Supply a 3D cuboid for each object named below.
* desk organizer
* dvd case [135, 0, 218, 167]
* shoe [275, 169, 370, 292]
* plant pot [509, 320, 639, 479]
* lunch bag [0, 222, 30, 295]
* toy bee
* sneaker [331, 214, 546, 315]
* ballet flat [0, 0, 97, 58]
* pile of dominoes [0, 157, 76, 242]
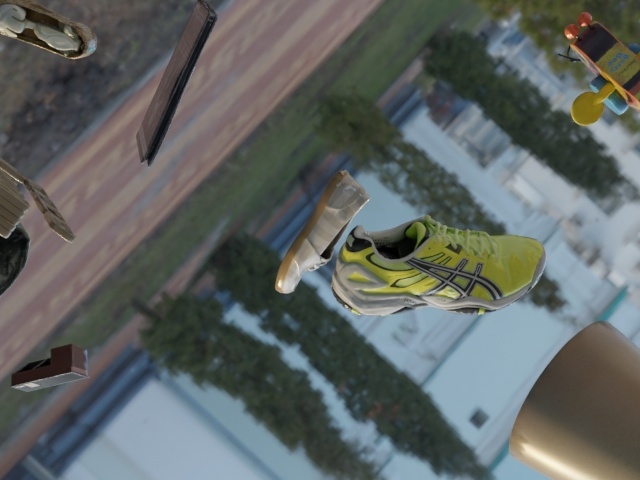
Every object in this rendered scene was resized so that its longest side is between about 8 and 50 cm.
[{"bbox_3d":[-0.453,0.213,1.970,0.130,0.050,0.047,-15,156,23],"label":"desk organizer"},{"bbox_3d":[-0.199,-0.219,1.615,0.221,0.018,0.164,-63,-162,12],"label":"dvd case"},{"bbox_3d":[0.000,0.000,1.677,0.219,0.058,0.076,-59,174,30],"label":"shoe"},{"bbox_3d":[0.465,0.299,1.740,0.256,0.274,0.256,-33,143,-30],"label":"plant pot"},{"bbox_3d":[-0.547,0.051,1.682,0.287,0.169,0.235,-38,-168,-14],"label":"lunch bag"},{"bbox_3d":[0.439,-0.267,1.813,0.298,0.162,0.195,23,-100,46],"label":"toy bee"},{"bbox_3d":[0.214,0.036,2.020,0.385,0.145,0.147,-8,133,-15],"label":"sneaker"},{"bbox_3d":[-0.459,-0.345,1.892,0.067,0.206,0.073,-105,-147,-65],"label":"ballet flat"},{"bbox_3d":[-0.354,-0.068,1.208,0.040,0.196,0.251,-52,-155,-2],"label":"pile of dominoes"}]
